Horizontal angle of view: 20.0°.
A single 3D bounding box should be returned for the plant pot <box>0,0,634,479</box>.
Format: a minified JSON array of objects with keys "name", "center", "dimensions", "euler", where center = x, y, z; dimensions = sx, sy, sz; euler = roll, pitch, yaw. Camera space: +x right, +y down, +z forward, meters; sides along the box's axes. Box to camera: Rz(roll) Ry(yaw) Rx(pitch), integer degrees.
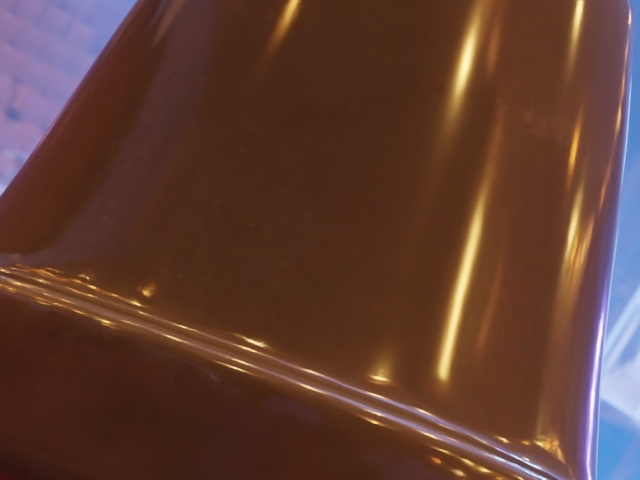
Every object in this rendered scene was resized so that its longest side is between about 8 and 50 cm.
[{"name":"plant pot","center":[0.000,0.000,0.622],"dimensions":[0.263,0.229,0.263],"euler":[19,-10,4]}]
